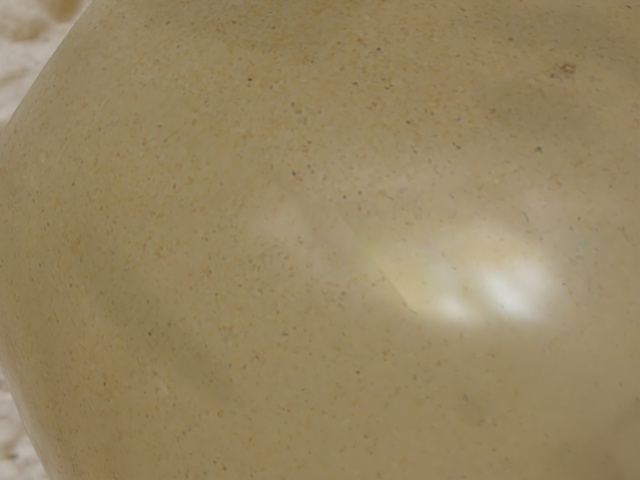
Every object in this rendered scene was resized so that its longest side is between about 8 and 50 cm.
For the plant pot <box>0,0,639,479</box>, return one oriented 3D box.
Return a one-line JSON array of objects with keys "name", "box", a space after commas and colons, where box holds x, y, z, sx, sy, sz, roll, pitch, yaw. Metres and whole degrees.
[{"name": "plant pot", "box": [0.000, 0.000, 0.517, 0.191, 0.284, 0.284, 35, 130, -3]}]
